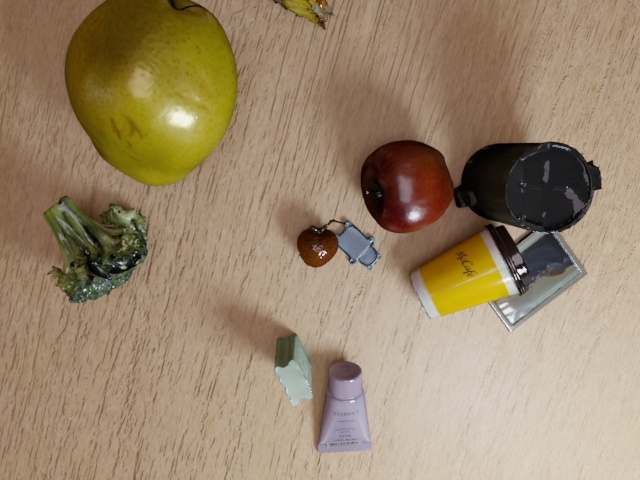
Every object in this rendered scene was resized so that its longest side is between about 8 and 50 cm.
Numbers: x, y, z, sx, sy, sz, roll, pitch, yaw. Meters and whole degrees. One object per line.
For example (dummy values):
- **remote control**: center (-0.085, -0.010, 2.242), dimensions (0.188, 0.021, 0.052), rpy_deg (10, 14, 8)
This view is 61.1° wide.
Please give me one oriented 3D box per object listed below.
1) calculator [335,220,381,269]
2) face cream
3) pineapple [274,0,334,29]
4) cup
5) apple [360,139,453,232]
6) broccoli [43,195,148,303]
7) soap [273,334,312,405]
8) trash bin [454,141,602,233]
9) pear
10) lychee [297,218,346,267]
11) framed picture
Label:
- **calculator**: center (0.099, 0.016, 1.436), dimensions (0.141, 0.019, 0.094), rpy_deg (42, 95, -10)
- **face cream**: center (0.065, 0.467, 1.477), dimensions (0.153, 0.096, 0.274), rpy_deg (-4, 112, -6)
- **pineapple**: center (-0.093, -0.652, 1.249), dimensions (0.334, 0.158, 0.161), rpy_deg (30, 96, -7)
- **cup**: center (0.378, 0.085, 1.380), dimensions (0.279, 0.196, 0.197), rpy_deg (-25, 100, 12)
- **apple**: center (0.207, -0.136, 1.324), dimensions (0.233, 0.234, 0.234), rpy_deg (0, 99, -3)
- **broccoli**: center (-0.537, 0.003, 1.285), dimensions (0.263, 0.247, 0.243), rpy_deg (-41, 107, -15)
- **soap**: center (-0.067, 0.321, 1.383), dimensions (0.063, 0.198, 0.115), rpy_deg (-24, 102, 2)
- **trash bin**: center (0.476, -0.130, 1.291), dimensions (0.251, 0.301, 0.203), rpy_deg (-17, 100, -1)
- **pear**: center (-0.364, -0.332, 1.192), dimensions (0.362, 0.363, 0.419), rpy_deg (19, 125, -6)
- **lychee**: center (0.000, 0.004, 1.384), dimensions (0.114, 0.101, 0.140), rpy_deg (20, 96, 12)
- **framed picture**: center (0.567, 0.098, 1.476), dimensions (0.265, 0.018, 0.192), rpy_deg (-39, 98, 3)
